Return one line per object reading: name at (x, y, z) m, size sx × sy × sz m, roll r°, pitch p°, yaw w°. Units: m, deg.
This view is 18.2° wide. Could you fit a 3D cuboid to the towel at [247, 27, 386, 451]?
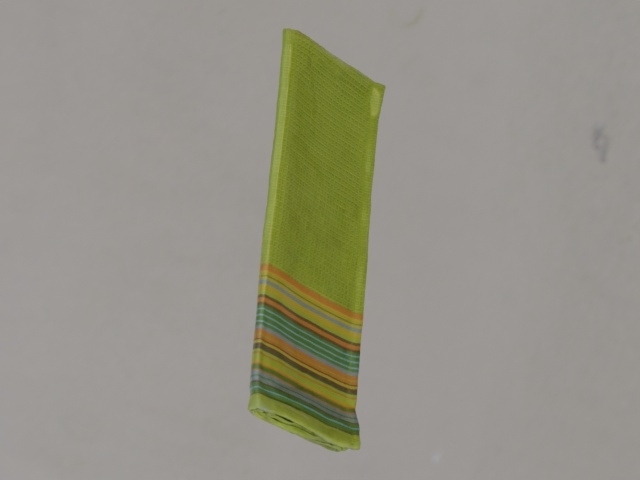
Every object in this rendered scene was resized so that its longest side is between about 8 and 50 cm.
towel at (0.000, 0.000, 1.182) m, size 0.021 × 0.102 × 0.237 m, roll -7°, pitch 69°, yaw 31°
